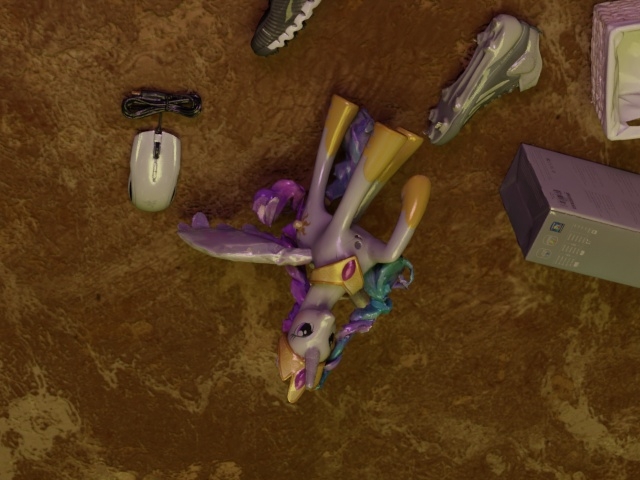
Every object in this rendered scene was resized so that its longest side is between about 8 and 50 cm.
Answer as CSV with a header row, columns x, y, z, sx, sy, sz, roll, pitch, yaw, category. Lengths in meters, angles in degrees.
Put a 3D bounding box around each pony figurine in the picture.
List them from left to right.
x,y,z,sx,sy,sz,roll,pitch,yaw,category
0.000,0.000,1.729,0.302,0.351,0.364,21,100,-23,pony figurine

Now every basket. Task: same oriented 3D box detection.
x,y,z,sx,sy,sz,roll,pitch,yaw,category
0.421,-0.232,1.726,0.113,0.103,0.167,-7,124,-1,basket

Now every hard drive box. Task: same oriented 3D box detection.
x,y,z,sx,sy,sz,roll,pitch,yaw,category
0.384,-0.030,1.809,0.232,0.181,0.089,13,121,-13,hard drive box

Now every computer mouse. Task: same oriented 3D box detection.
x,y,z,sx,sy,sz,roll,pitch,yaw,category
-0.221,-0.113,1.774,0.106,0.042,0.193,3,123,-9,computer mouse

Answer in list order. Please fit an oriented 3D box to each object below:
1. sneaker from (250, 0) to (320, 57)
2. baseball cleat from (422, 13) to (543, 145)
x,y,z,sx,sy,sz,roll,pitch,yaw,category
-0.034,-0.338,1.630,0.106,0.078,0.234,34,118,-13,sneaker
0.227,-0.201,1.747,0.109,0.072,0.206,17,124,-24,baseball cleat
